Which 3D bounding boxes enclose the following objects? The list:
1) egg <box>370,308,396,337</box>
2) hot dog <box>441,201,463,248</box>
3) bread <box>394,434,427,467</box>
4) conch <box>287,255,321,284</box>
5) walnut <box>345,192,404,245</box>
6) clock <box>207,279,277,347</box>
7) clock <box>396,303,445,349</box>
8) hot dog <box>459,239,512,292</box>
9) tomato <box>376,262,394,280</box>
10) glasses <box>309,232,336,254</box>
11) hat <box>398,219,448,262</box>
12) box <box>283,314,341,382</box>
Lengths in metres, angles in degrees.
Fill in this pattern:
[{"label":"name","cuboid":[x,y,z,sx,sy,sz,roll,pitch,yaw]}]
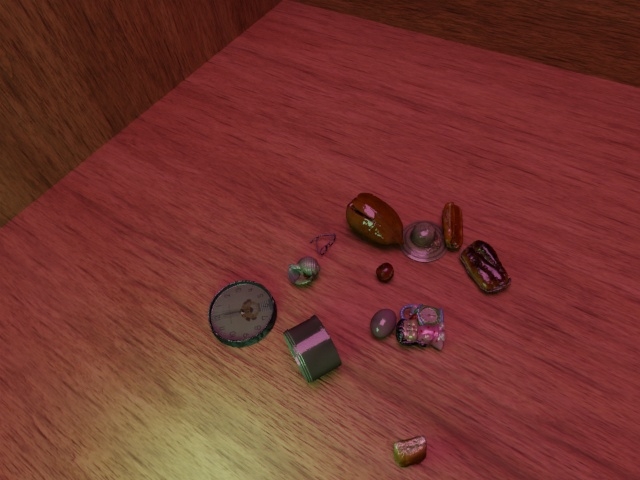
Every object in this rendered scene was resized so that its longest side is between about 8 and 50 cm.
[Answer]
[{"label":"egg","cuboid":[0.266,0.348,1.799,0.103,0.103,0.135,28,58,22]},{"label":"hot dog","cuboid":[0.637,-0.075,2.060,0.072,0.115,0.269,-25,39,41]},{"label":"bread","cuboid":[0.323,0.752,1.514,0.125,0.106,0.082,-14,54,-2]},{"label":"conch","cuboid":[-0.069,0.144,1.974,0.153,0.102,0.135,-16,61,35]},{"label":"walnut","cuboid":[0.273,-0.089,2.052,0.336,0.209,0.209,41,67,14]},{"label":"clock","cuboid":[-0.350,0.320,1.903,0.312,0.061,0.313,-2,55,3]},{"label":"clock","cuboid":[0.415,0.357,1.786,0.195,0.100,0.194,4,52,5]},{"label":"hot dog","cuboid":[0.747,0.116,1.930,0.162,0.082,0.271,-19,57,-6]},{"label":"tomato","cuboid":[0.299,0.147,1.951,0.087,0.087,0.075,-42,105,-21]},{"label":"glasses","cuboid":[0.000,0.000,2.091,0.103,0.063,0.140,31,62,25]},{"label":"hat","cuboid":[0.497,-0.029,2.036,0.251,0.110,0.252,-3,56,4]},{"label":"box","cuboid":[-0.035,0.430,1.696,0.149,0.226,0.226,-26,57,-13]}]
